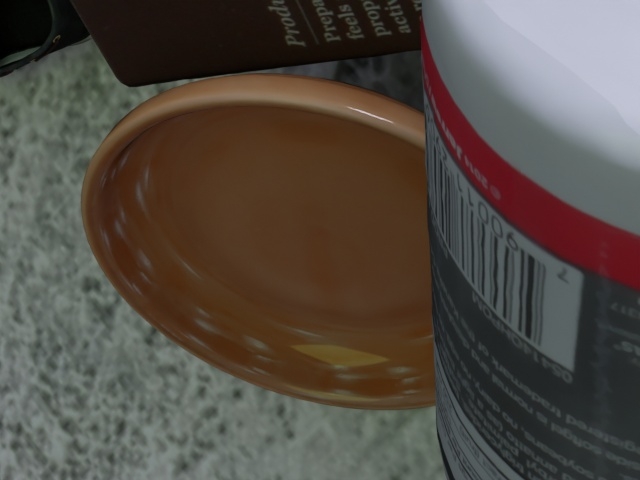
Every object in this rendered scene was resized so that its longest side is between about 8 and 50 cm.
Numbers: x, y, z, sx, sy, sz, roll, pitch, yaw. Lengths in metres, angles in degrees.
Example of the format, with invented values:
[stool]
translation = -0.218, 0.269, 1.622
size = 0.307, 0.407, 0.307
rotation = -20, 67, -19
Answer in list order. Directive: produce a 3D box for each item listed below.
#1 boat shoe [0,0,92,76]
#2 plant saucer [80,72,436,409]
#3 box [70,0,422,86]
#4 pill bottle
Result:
[boat shoe]
translation = -0.171, -0.104, 0.732
size = 0.133, 0.042, 0.049
rotation = -12, 96, 31
[plant saucer]
translation = 0.000, 0.000, 0.610
size = 0.199, 0.037, 0.200
rotation = 11, 143, 8
[box]
translation = 0.065, -0.179, 0.492
size = 0.381, 0.143, 0.191
rotation = -4, 135, 27
[pill bottle]
translation = 0.122, 0.023, 0.453
size = 0.176, 0.176, 0.319
rotation = 23, 147, 23
